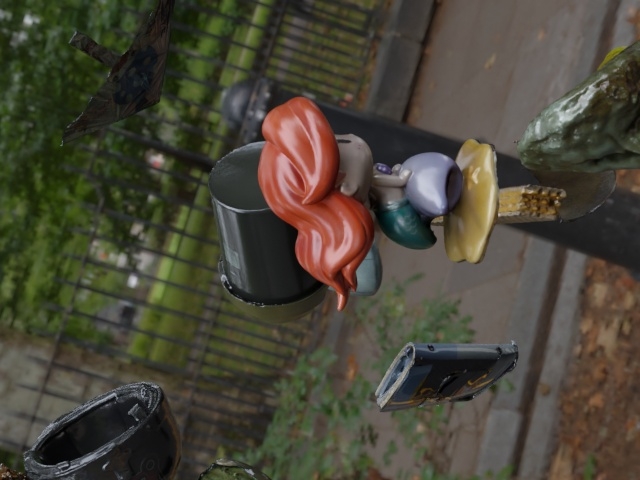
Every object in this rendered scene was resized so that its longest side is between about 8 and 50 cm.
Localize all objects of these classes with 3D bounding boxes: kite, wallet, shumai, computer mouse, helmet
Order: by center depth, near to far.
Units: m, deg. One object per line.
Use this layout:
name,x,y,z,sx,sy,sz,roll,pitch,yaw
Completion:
shumai,0.421,-0.141,1.412,0.272,0.204,0.222,-33,-5,14
helmet,-0.315,0.334,1.553,0.230,0.160,0.279,-32,12,-17
kite,-0.331,-0.291,1.707,0.335,0.011,0.314,-57,-19,-2
wallet,0.214,0.233,1.734,0.170,0.231,0.069,-59,41,41
computer mouse,0.000,0.000,2.240,0.371,0.122,0.188,45,142,48

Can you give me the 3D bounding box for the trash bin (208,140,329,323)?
trash bin,-0.083,0.004,1.794,0.214,0.214,0.334,-80,-13,-45

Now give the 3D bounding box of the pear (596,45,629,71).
pear,0.659,-0.307,2.148,0.200,0.200,0.200,-162,90,-82

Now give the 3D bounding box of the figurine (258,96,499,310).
figurine,0.053,-0.042,1.151,0.181,0.257,0.208,-93,13,-47

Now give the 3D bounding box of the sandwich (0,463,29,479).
sandwich,-0.505,0.392,1.489,0.079,0.235,0.159,78,-147,-55

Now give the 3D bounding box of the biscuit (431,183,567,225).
biscuit,0.307,-0.059,1.898,0.378,0.094,0.054,176,98,-65

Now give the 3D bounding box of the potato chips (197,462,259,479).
potato chips,-0.092,0.403,1.537,0.028,0.207,0.092,-53,6,46

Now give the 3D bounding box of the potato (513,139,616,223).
potato,0.447,-0.139,1.832,0.138,0.243,0.098,-23,56,20

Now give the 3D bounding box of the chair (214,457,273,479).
chair,-0.178,0.555,1.885,0.272,0.188,0.166,-55,-16,-18
